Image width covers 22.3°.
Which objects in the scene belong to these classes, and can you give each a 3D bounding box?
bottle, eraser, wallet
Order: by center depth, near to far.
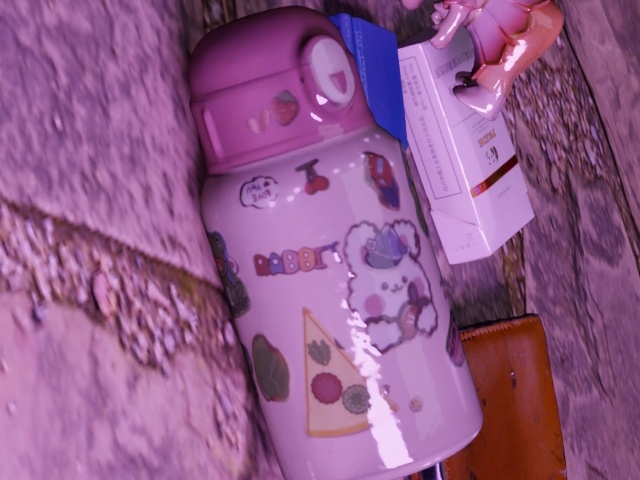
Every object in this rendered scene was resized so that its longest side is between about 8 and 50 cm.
[{"bbox_3d":[0.000,0.000,0.877,0.120,0.120,0.253,-30,105,-57],"label":"bottle"},{"bbox_3d":[0.027,-0.097,1.036,0.063,0.027,0.084,11,70,-57],"label":"eraser"},{"bbox_3d":[0.108,0.151,1.072,0.161,0.042,0.195,-11,91,-53],"label":"wallet"}]

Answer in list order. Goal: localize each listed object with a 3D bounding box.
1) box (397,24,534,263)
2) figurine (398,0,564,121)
[{"bbox_3d":[0.097,-0.071,1.125,0.084,0.040,0.154,-37,111,-56],"label":"box"},{"bbox_3d":[0.070,-0.178,1.031,0.195,0.102,0.111,38,19,-10],"label":"figurine"}]
